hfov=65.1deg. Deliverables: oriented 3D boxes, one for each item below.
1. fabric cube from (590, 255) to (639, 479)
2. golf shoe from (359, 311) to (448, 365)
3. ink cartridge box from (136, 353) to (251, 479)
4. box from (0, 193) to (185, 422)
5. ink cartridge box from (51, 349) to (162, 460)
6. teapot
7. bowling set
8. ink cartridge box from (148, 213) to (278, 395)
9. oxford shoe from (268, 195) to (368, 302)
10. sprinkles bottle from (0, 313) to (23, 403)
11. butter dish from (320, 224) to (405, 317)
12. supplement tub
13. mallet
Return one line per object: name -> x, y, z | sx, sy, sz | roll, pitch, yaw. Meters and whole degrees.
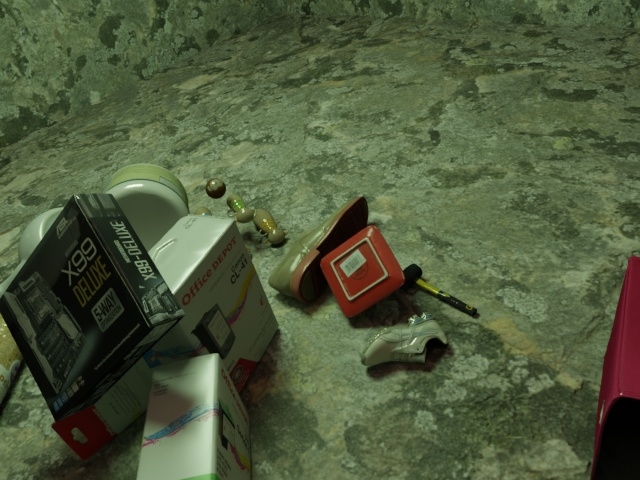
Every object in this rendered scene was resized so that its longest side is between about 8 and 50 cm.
fabric cube -> 0.531, 0.213, 0.683 | 0.258, 0.254, 0.258 | 9, 44, 28
golf shoe -> 0.163, 0.206, 0.966 | 0.176, 0.069, 0.086 | -25, 45, -12
ink cartridge box -> -0.186, 0.350, 0.781 | 0.116, 0.202, 0.278 | -13, 37, 0
box -> -0.385, 0.111, 0.819 | 0.243, 0.307, 0.076 | 55, 27, 12
ink cartridge box -> -0.401, 0.292, 0.978 | 0.078, 0.134, 0.231 | 25, 51, 38
teapot -> -0.684, 0.047, 1.330 | 0.187, 0.256, 0.253 | -31, 52, 25
bowling set -> -0.253, -0.046, 1.314 | 0.286, 0.200, 0.154 | -29, 41, -12
ink cartridge box -> -0.218, 0.138, 0.972 | 0.131, 0.306, 0.226 | 6, 43, 25
oxford shoe -> 0.000, 0.000, 1.231 | 0.130, 0.123, 0.348 | 10, 43, 36
sprinkles bottle -> -0.735, 0.287, 1.103 | 0.121, 0.121, 0.356 | -10, 38, 5
butter dish -> 0.107, 0.075, 1.110 | 0.160, 0.118, 0.160 | -36, 61, 17
supplement tub -> -0.475, -0.078, 1.356 | 0.235, 0.236, 0.325 | -21, 24, -9
mallet -> 0.243, 0.115, 1.079 | 0.062, 0.039, 0.189 | -32, 45, -23
